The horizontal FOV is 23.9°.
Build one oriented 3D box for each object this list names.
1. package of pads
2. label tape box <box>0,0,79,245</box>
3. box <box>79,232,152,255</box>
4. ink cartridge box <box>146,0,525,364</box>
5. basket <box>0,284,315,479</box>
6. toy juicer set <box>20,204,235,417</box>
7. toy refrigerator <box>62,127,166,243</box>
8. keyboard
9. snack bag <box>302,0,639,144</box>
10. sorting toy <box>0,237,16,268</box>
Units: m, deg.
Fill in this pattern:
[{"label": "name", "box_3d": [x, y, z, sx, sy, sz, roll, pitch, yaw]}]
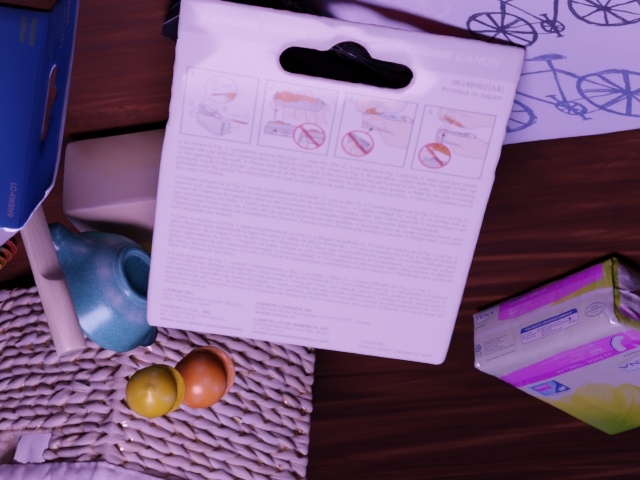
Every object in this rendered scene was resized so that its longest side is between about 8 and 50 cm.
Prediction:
[{"label": "package of pads", "box_3d": [0.374, 0.139, 1.927, 0.229, 0.101, 0.296, -26, 141, 38]}, {"label": "label tape box", "box_3d": [-0.363, -0.087, 1.421, 0.115, 0.249, 0.348, 21, 143, -30]}, {"label": "box", "box_3d": [-0.169, 0.032, 1.801, 0.232, 0.058, 0.087, 19, 145, -26]}, {"label": "ink cartridge box", "box_3d": [0.003, -0.062, 1.438, 0.308, 0.091, 0.385, 9, 128, -3]}, {"label": "basket", "box_3d": [-0.218, 0.217, 1.837, 0.328, 0.266, 0.331, -10, 153, 43]}, {"label": "toy juicer set", "box_3d": [-0.215, 0.082, 1.564, 0.089, 0.209, 0.329, -25, 148, 31]}, {"label": "toy refrigerator", "box_3d": [-0.128, -0.067, 1.607, 0.269, 0.094, 0.102, -7, 155, 13]}, {"label": "keyboard", "box_3d": [0.014, -0.156, 1.422, 0.317, 0.033, 0.201, 26, 165, -23]}, {"label": "snack bag", "box_3d": [0.168, -0.181, 1.318, 0.323, 0.037, 0.342, -4, 153, 46]}, {"label": "sorting toy", "box_3d": [-0.394, 0.003, 1.772, 0.061, 0.042, 0.102, -17, 144, 27]}]
